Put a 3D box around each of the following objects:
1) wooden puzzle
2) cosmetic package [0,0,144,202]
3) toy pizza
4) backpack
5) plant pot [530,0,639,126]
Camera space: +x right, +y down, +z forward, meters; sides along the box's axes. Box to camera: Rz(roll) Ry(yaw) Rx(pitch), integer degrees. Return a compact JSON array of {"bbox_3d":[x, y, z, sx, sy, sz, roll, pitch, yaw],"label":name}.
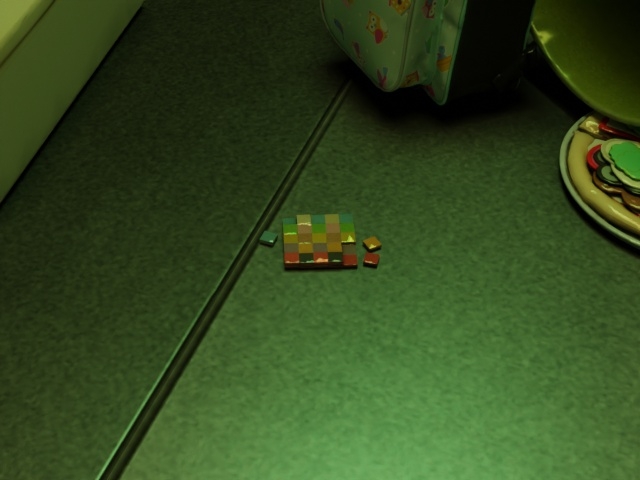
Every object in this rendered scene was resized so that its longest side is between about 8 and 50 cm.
[{"bbox_3d":[0.000,0.000,0.720,0.083,0.006,0.049,-1,42,-3],"label":"wooden puzzle"},{"bbox_3d":[-0.266,-0.166,0.821,0.160,0.113,0.309,9,44,8],"label":"cosmetic package"},{"bbox_3d":[0.277,-0.055,0.768,0.201,0.032,0.201,1,42,-1],"label":"toy pizza"},{"bbox_3d":[0.079,-0.213,0.841,0.144,0.166,0.188,-11,40,-19],"label":"backpack"},{"bbox_3d":[0.335,-0.253,0.783,0.293,0.275,0.275,-18,45,-21],"label":"plant pot"}]
